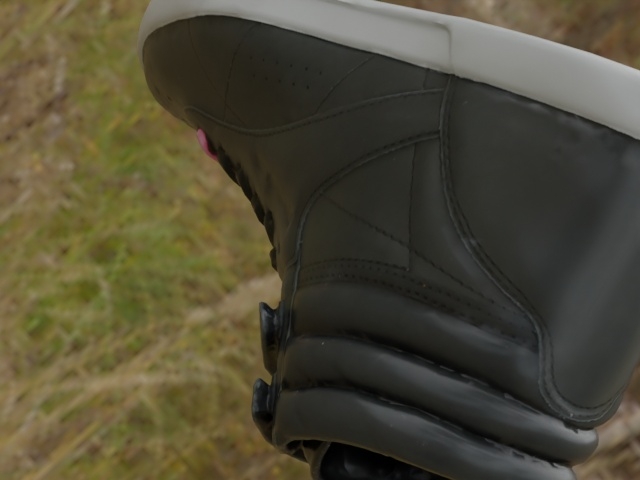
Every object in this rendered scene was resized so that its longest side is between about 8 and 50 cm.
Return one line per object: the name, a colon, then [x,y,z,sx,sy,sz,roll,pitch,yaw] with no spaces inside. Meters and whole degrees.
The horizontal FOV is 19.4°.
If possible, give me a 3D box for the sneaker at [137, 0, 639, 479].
sneaker: [0.000,0.000,0.625,0.104,0.147,0.296,26,-4,-37]
